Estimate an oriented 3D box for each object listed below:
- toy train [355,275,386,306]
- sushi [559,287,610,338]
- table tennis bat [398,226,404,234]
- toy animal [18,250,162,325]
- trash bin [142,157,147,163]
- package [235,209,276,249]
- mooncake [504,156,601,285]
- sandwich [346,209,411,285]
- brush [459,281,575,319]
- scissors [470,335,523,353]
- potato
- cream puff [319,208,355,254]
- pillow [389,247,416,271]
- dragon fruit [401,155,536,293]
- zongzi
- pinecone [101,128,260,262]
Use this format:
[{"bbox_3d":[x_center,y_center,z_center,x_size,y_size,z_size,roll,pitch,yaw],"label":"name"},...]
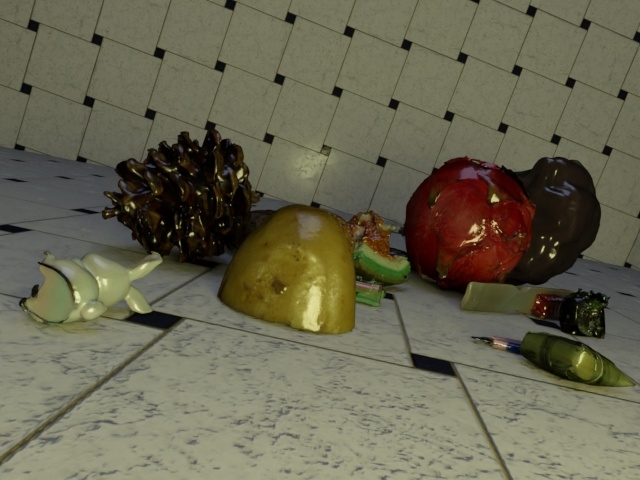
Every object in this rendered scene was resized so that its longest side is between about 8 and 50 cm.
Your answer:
[{"bbox_3d":[0.040,0.076,0.859,0.148,0.038,0.071,12,7,11],"label":"toy train"},{"bbox_3d":[0.491,0.134,0.928,0.083,0.084,0.056,7,8,-23],"label":"sushi"},{"bbox_3d":[0.284,0.051,1.528,0.170,0.119,0.107,37,-12,15],"label":"table tennis bat"},{"bbox_3d":[-0.243,0.047,0.534,0.085,0.071,0.124,12,8,13],"label":"toy animal"},{"bbox_3d":[-0.356,-0.101,1.194,0.185,0.161,0.238,9,15,-12],"label":"trash bin"},{"bbox_3d":[-0.098,-0.013,1.060,0.223,0.108,0.288,10,6,-41],"label":"package"},{"bbox_3d":[0.514,-0.055,1.310,0.212,0.350,0.381,12,-17,-44],"label":"mooncake"},{"bbox_3d":[0.097,0.010,0.995,0.109,0.159,0.185,-7,-15,40],"label":"sandwich"},{"bbox_3d":[0.410,0.124,0.983,0.321,0.060,0.050,7,19,-29],"label":"brush"},{"bbox_3d":[0.278,0.154,0.730,0.113,0.012,0.039,11,7,0],"label":"scissors"},{"bbox_3d":[-0.036,0.027,0.704,0.178,0.158,0.204,5,6,-45],"label":"potato"},{"bbox_3d":[-0.002,-0.004,0.864,0.126,0.103,0.144,5,13,-15],"label":"cream puff"},{"bbox_3d":[0.185,0.044,1.272,0.150,0.048,0.090,13,5,-8],"label":"pillow"},{"bbox_3d":[0.336,-0.030,1.132,0.296,0.301,0.295,15,2,-1],"label":"dragon fruit"},{"bbox_3d":[0.339,0.162,0.662,0.113,0.052,0.104,22,-3,-21],"label":"zongzi"},{"bbox_3d":[-0.230,-0.067,0.866,0.243,0.243,0.257,18,40,40],"label":"pinecone"}]
